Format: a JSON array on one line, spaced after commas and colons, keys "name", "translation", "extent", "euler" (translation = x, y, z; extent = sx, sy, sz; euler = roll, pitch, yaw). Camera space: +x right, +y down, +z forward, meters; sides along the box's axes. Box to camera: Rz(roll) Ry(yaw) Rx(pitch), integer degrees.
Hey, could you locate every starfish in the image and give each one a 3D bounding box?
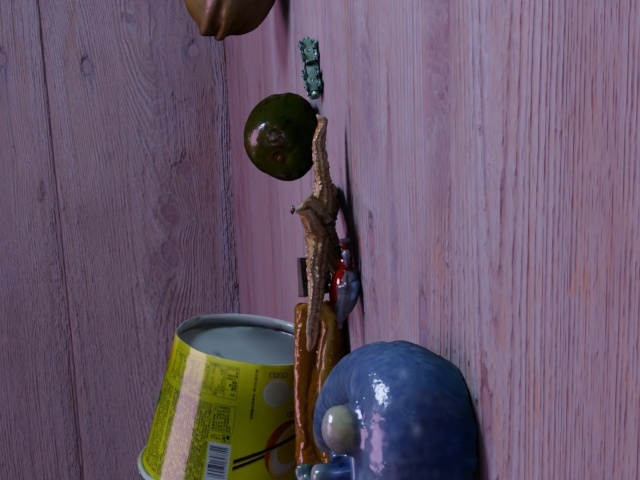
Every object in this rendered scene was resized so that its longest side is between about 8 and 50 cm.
[{"name": "starfish", "translation": [0.006, 0.000, 1.617], "extent": [0.231, 0.048, 0.295], "euler": [49, -140, -75]}]

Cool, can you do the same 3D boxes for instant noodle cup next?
[{"name": "instant noodle cup", "translation": [-0.114, 0.250, 1.915], "extent": [0.311, 0.311, 0.221], "euler": [-120, 37, -72]}]

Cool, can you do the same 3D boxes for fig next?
[{"name": "fig", "translation": [-0.046, -0.171, 1.828], "extent": [0.177, 0.117, 0.117], "euler": [-71, -11, -46]}]

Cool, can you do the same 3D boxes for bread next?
[{"name": "bread", "translation": [0.000, 0.218, 1.734], "extent": [0.139, 0.077, 0.271], "euler": [129, 138, -84]}]

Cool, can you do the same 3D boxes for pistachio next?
[{"name": "pistachio", "translation": [-0.133, -0.459, 2.061], "extent": [0.213, 0.163, 0.260], "euler": [-82, 15, -47]}]

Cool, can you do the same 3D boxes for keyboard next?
[{"name": "keyboard", "translation": [-0.007, 0.050, 1.684], "extent": [0.166, 0.017, 0.055], "euler": [2, -94, -78]}]

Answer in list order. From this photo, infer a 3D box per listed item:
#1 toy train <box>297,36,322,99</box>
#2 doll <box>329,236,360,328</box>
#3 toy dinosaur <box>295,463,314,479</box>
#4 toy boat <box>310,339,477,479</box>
[{"name": "toy train", "translation": [-0.014, -0.241, 1.772], "extent": [0.045, 0.029, 0.092], "euler": [86, 176, -73]}, {"name": "doll", "translation": [0.031, 0.053, 1.570], "extent": [0.057, 0.039, 0.114], "euler": [-12, 74, 60]}, {"name": "toy dinosaur", "translation": [0.062, 0.416, 1.395], "extent": [0.331, 0.129, 0.383], "euler": [-154, 59, -71]}, {"name": "toy boat", "translation": [0.034, 0.206, 1.166], "extent": [0.330, 0.123, 0.215], "euler": [128, 143, -66]}]
